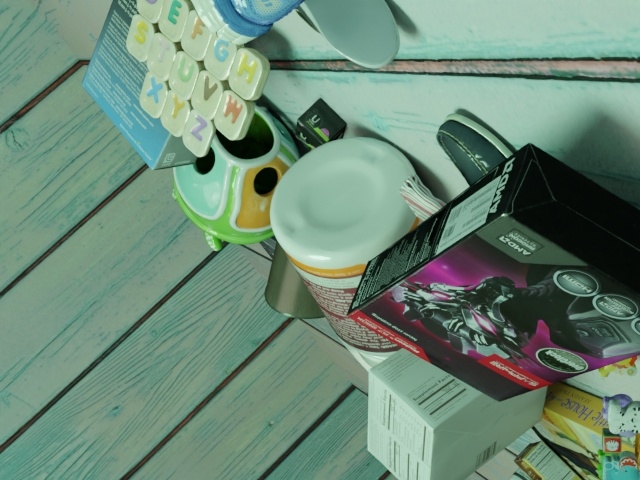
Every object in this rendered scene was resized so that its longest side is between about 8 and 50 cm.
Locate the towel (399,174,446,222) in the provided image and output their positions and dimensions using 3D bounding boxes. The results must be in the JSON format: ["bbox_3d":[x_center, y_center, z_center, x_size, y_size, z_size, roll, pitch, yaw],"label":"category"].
[{"bbox_3d":[0.183,0.009,1.172,0.144,0.029,0.197,40,173,48],"label":"towel"}]

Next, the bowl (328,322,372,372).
[{"bbox_3d":[0.157,0.222,2.101,0.298,0.134,0.298,45,169,11],"label":"bowl"}]

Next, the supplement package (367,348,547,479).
[{"bbox_3d":[0.216,0.243,1.494,0.145,0.261,0.204,39,146,36],"label":"supplement package"}]

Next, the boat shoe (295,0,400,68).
[{"bbox_3d":[0.006,-0.274,1.101,0.228,0.080,0.076,41,-175,15],"label":"boat shoe"}]

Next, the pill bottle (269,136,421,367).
[{"bbox_3d":[0.088,0.042,1.502,0.224,0.224,0.392,38,166,37],"label":"pill bottle"}]

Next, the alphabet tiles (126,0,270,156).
[{"bbox_3d":[-0.195,-0.282,1.467,0.284,0.021,0.278,41,124,25],"label":"alphabet tiles"}]

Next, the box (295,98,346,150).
[{"bbox_3d":[-0.001,-0.174,1.515,0.062,0.052,0.083,44,168,5],"label":"box"}]

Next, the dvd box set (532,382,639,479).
[{"bbox_3d":[0.494,0.369,1.549,0.308,0.062,0.420,50,169,-18],"label":"dvd box set"}]

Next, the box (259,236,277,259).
[{"bbox_3d":[-0.016,0.006,1.969,0.247,0.142,0.163,31,161,55],"label":"box"}]

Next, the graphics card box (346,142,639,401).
[{"bbox_3d":[0.206,0.056,1.033,0.232,0.094,0.371,31,151,-10],"label":"graphics card box"}]

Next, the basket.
[{"bbox_3d":[0.000,0.000,1.693,0.154,0.204,0.227,46,144,40],"label":"basket"}]

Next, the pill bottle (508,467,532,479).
[{"bbox_3d":[0.426,0.471,1.847,0.108,0.180,0.108,44,169,11],"label":"pill bottle"}]

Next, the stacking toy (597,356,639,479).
[{"bbox_3d":[0.373,0.252,1.182,0.167,0.052,0.221,-59,-34,-68],"label":"stacking toy"}]

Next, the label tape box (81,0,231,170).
[{"bbox_3d":[-0.249,-0.321,1.592,0.241,0.105,0.334,48,127,23],"label":"label tape box"}]

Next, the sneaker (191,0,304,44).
[{"bbox_3d":[-0.100,-0.386,1.017,0.330,0.147,0.130,65,-152,-13],"label":"sneaker"}]

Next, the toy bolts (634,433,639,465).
[{"bbox_3d":[0.479,0.279,1.185,0.158,0.218,0.229,6,144,14],"label":"toy bolts"}]

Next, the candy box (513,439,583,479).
[{"bbox_3d":[0.442,0.448,1.740,0.187,0.053,0.109,46,171,12],"label":"candy box"}]

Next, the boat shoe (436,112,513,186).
[{"bbox_3d":[0.216,-0.035,1.125,0.254,0.079,0.095,49,175,-5],"label":"boat shoe"}]

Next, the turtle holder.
[{"bbox_3d":[-0.153,-0.163,1.775,0.227,0.243,0.320,106,161,-60],"label":"turtle holder"}]
